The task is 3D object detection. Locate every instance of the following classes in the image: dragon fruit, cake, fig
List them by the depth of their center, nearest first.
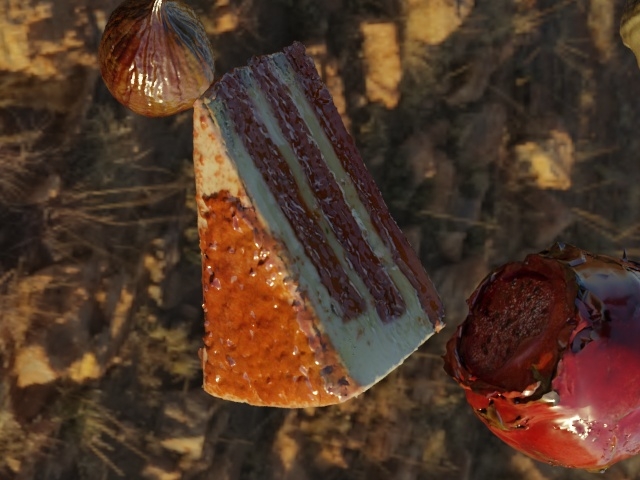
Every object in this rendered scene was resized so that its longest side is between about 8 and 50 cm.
[{"bbox_3d":[0.000,0.000,0.808,0.158,0.160,0.262,-36,134,-47],"label":"cake"},{"bbox_3d":[-0.177,-0.231,1.178,0.134,0.201,0.146,-31,81,-23],"label":"fig"},{"bbox_3d":[0.321,0.149,1.351,0.302,0.296,0.295,25,72,-50],"label":"dragon fruit"}]

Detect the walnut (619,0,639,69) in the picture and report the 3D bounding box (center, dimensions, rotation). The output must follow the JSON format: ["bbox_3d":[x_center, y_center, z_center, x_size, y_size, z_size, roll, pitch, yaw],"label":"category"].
[{"bbox_3d":[0.390,-0.189,0.909,0.273,0.227,0.273,29,42,-30],"label":"walnut"}]
